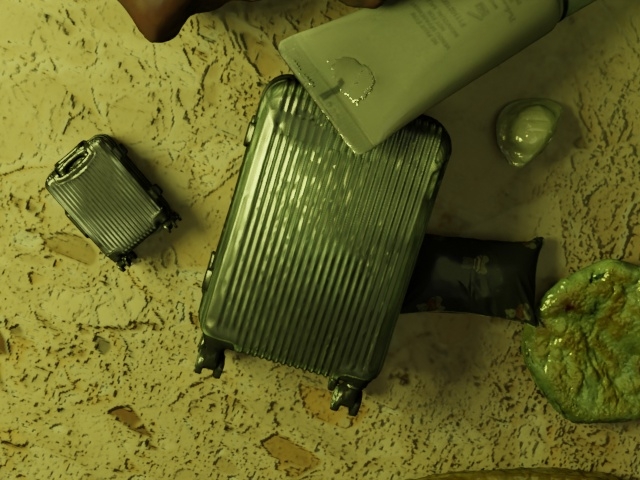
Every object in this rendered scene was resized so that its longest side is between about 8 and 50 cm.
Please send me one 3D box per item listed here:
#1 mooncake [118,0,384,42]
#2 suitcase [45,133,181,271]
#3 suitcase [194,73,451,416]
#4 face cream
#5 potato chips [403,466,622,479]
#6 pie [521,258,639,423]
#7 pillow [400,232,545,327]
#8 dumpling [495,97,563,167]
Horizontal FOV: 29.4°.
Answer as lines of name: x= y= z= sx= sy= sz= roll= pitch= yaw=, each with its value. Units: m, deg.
mooncake: x=-0.072 y=-0.325 z=1.107 sx=0.326 sy=0.174 sz=0.334 roll=-43 pitch=99 yaw=4
suitcase: x=-0.209 y=-0.041 z=1.219 sx=0.086 sy=0.059 sz=0.126 roll=-40 pitch=99 yaw=4
suitcase: x=0.000 y=0.000 z=1.202 sx=0.202 sy=0.128 sz=0.312 roll=17 pitch=99 yaw=-5
face cream: x=0.127 y=-0.202 z=1.150 sx=0.314 sy=0.089 sz=0.143 roll=-28 pitch=69 yaw=-17
potato chips: x=0.154 y=0.283 z=1.307 sx=0.406 sy=0.057 sz=0.080 roll=-5 pitch=98 yaw=-3
pie: x=0.305 y=0.108 z=1.290 sx=0.186 sy=0.041 sz=0.187 roll=-1 pitch=102 yaw=-3
pillow: x=0.156 y=0.037 z=1.262 sx=0.150 sy=0.048 sz=0.090 roll=6 pitch=105 yaw=-2
dumpling: x=0.208 y=-0.114 z=1.239 sx=0.059 sy=0.043 sz=0.077 roll=37 pitch=101 yaw=12
